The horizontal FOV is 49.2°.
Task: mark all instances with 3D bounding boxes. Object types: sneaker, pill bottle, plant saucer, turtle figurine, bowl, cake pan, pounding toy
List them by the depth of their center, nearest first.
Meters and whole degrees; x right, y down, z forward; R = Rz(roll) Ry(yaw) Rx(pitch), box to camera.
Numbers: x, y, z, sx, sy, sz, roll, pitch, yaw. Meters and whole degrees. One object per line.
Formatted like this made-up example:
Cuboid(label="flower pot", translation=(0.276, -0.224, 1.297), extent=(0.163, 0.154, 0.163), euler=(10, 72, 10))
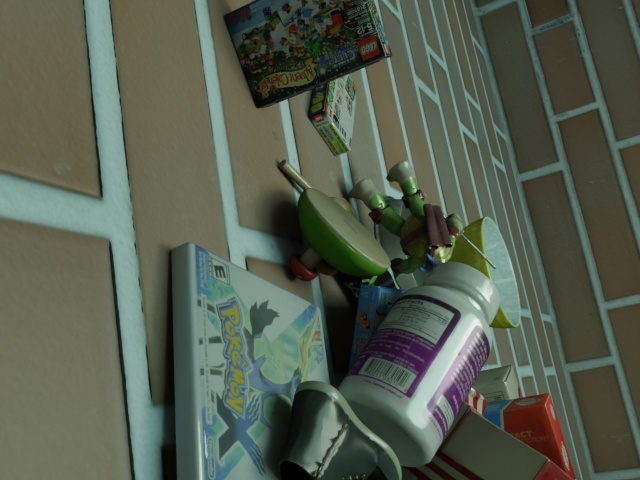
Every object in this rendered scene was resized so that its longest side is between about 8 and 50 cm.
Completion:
Cuboid(label="sneaker", translation=(0.020, 0.288, 0.873), extent=(0.222, 0.083, 0.118), euler=(52, 40, -28))
Cuboid(label="pill bottle", translation=(0.160, 0.178, 1.077), extent=(0.301, 0.169, 0.169), euler=(-50, 124, -32))
Cuboid(label="pounding toy", translation=(0.000, 0.000, 1.139), extent=(0.183, 0.110, 0.237), euler=(31, 17, -40))
Cuboid(label="sneaker", translation=(0.103, 0.104, 1.273), extent=(0.235, 0.084, 0.097), euler=(44, 39, -46))
Cuboid(label="plant saucer", translation=(0.045, -0.039, 1.322), extent=(0.083, 0.015, 0.083), euler=(43, 39, -48))
Cuboid(label="turtle figurine", translation=(0.179, -0.003, 1.391), extent=(0.266, 0.198, 0.275), euler=(61, 20, 15))
Cuboid(label="cake pan", translation=(0.208, 0.033, 1.569), extent=(0.293, 0.054, 0.293), euler=(43, 38, -47))
Cuboid(label="bowl", translation=(0.390, 0.097, 1.779), extent=(0.289, 0.156, 0.289), euler=(43, 38, -47))

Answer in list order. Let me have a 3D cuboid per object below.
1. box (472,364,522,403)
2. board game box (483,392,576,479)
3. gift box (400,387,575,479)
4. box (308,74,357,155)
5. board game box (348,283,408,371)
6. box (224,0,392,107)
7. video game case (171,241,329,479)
Cuboid(label="box", translation=(0.394, 0.422, 1.598), extent=(0.127, 0.149, 0.232), euler=(-21, 94, -65))
Cuboid(label="board game box", translation=(0.403, 0.495, 1.464), extent=(0.064, 0.242, 0.316), euler=(-24, 96, -63))
Cuboid(label="gift box", translation=(0.264, 0.407, 1.120), extent=(0.255, 0.258, 0.276), euler=(-48, 117, -10))
Cuboid(label="box", translation=(0.028, -0.281, 1.412), extent=(0.114, 0.036, 0.206), euler=(52, 33, -38))
Cuboid(label="board game box", translation=(0.101, 0.184, 1.190), extent=(0.160, 0.039, 0.211), euler=(14, 83, -62))
Cuboid(label="box", translation=(-0.021, -0.324, 1.104), extent=(0.044, 0.233, 0.159), euler=(-33, 104, -65))
Cuboid(label="video game case", translation=(-0.070, 0.197, 0.877), extent=(0.300, 0.036, 0.328), euler=(33, 42, -51))
